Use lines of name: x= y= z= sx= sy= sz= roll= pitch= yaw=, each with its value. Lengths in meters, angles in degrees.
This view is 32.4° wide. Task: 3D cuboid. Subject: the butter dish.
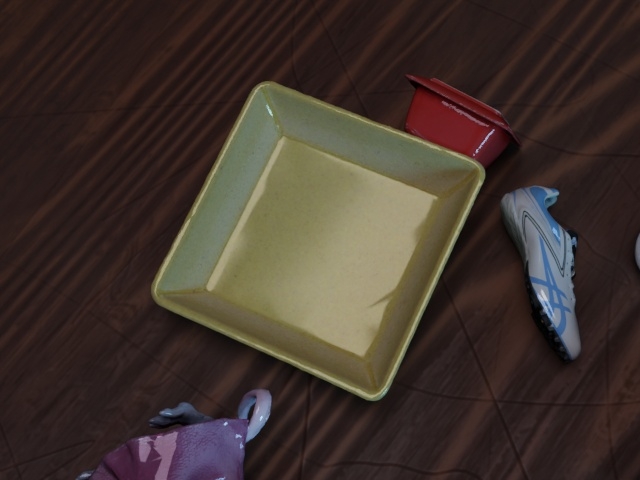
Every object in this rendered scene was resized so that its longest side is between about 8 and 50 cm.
butter dish: x=0.171 y=-0.133 z=1.459 sx=0.160 sy=0.160 sz=0.118 roll=30 pitch=96 yaw=17

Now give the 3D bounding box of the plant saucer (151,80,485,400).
plant saucer: x=0.000 y=0.000 z=1.423 sx=0.333 sy=0.081 sz=0.332 roll=23 pitch=78 yaw=14

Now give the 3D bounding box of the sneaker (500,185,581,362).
sneaker: x=0.293 y=0.036 z=1.390 sx=0.086 sy=0.085 sz=0.237 roll=-14 pitch=67 yaw=5

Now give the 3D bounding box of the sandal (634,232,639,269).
sandal: x=0.592 y=-0.058 z=1.400 sx=0.416 sy=0.102 sz=0.169 roll=-27 pitch=51 yaw=7

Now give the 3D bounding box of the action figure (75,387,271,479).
action figure: x=-0.134 y=0.393 z=1.252 sx=0.276 sy=0.248 sz=0.370 roll=-14 pitch=62 yaw=-31
